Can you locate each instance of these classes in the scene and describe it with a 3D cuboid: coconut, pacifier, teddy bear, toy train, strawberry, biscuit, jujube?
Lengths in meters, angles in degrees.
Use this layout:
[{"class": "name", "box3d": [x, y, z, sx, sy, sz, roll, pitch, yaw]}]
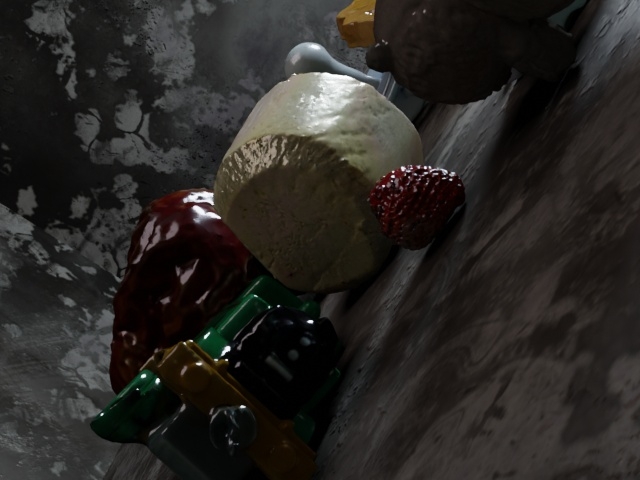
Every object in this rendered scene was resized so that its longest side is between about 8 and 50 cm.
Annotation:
[{"class": "coconut", "box3d": [0.002, -0.077, 1.304, 0.239, 0.239, 0.244, -52, 10, 36]}, {"class": "pacifier", "box3d": [0.054, -0.262, 1.739, 0.287, 0.226, 0.238, 164, 123, -75]}, {"class": "teddy bear", "box3d": [0.148, -0.243, 0.988, 0.151, 0.236, 0.267, -25, -19, -41]}, {"class": "toy train", "box3d": [-0.083, 0.152, 1.103, 0.249, 0.178, 0.429, -47, 4, -13]}, {"class": "strawberry", "box3d": [0.096, -0.036, 1.065, 0.096, 0.083, 0.083, -21, 17, 13]}, {"class": "biscuit", "box3d": [0.172, -0.371, 1.612, 0.312, 0.057, 0.351, -27, 19, 4]}, {"class": "jujube", "box3d": [-0.196, 0.103, 1.678, 0.276, 0.276, 0.377, -71, 4, -64]}]

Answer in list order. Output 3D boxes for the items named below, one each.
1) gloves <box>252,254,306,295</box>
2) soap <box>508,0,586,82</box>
[{"class": "gloves", "box3d": [0.002, 0.002, 1.550, 0.181, 0.106, 0.129, -31, -8, -25]}, {"class": "soap", "box3d": [0.243, -0.300, 1.166, 0.230, 0.091, 0.145, -62, 8, -29]}]
